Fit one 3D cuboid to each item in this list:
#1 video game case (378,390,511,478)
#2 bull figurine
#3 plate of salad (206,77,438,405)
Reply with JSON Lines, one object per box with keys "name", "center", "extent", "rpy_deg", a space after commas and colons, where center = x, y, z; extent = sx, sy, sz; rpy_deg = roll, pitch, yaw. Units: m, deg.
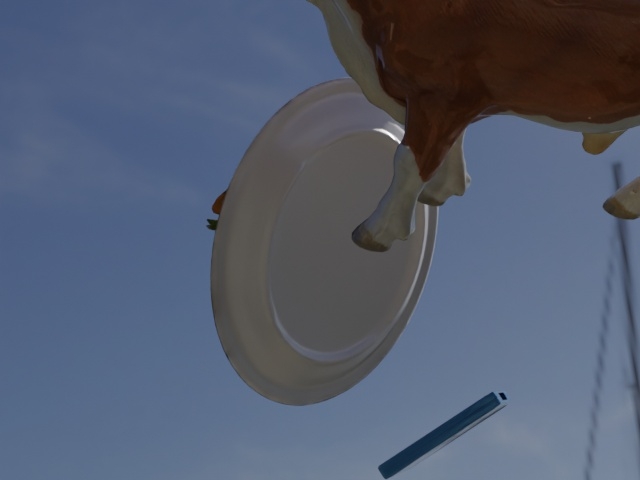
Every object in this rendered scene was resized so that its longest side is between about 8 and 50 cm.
{"name": "video game case", "center": [0.113, 0.171, 1.570], "extent": [0.119, 0.015, 0.166], "rpy_deg": [-34, -9, 5]}
{"name": "bull figurine", "center": [0.102, -0.089, 0.856], "extent": [0.310, 0.101, 0.188], "rpy_deg": [8, -61, 3]}
{"name": "plate of salad", "center": [0.000, 0.000, 1.056], "extent": [0.048, 0.200, 0.200], "rpy_deg": [15, -1, 40]}
